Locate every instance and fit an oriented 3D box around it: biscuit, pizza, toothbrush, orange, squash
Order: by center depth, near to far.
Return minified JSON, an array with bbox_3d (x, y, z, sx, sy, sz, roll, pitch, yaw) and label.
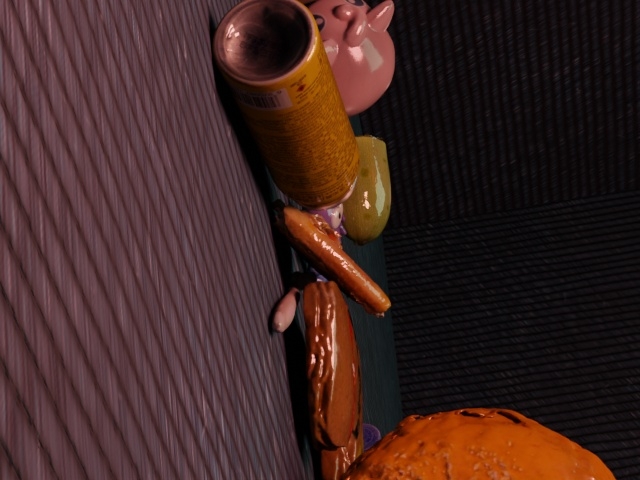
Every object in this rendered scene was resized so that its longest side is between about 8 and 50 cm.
[{"bbox_3d":[0.158,0.345,1.373,0.293,0.340,0.341,69,12,-45],"label":"orange"},{"bbox_3d":[-0.028,0.066,1.529,0.307,0.029,0.025,-62,147,-81],"label":"toothbrush"},{"bbox_3d":[0.022,0.197,1.573,0.277,0.052,0.262,75,12,-67],"label":"biscuit"},{"bbox_3d":[0.004,0.012,1.620,0.185,0.052,0.195,46,-5,-14],"label":"pizza"},{"bbox_3d":[0.066,-0.082,2.447,0.123,0.123,0.187,66,19,-71],"label":"squash"}]

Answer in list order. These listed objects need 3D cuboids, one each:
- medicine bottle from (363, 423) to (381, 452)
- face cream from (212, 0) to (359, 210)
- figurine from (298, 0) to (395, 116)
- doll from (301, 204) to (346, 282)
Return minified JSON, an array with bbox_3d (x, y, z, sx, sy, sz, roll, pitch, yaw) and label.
[{"bbox_3d":[0.077,0.368,2.013,0.059,0.059,0.231,-93,172,-53],"label":"medicine bottle"},{"bbox_3d":[-0.022,-0.123,1.445,0.349,0.105,0.105,64,17,-65],"label":"face cream"},{"bbox_3d":[-0.016,-0.199,1.681,0.186,0.176,0.287,41,-22,9],"label":"figurine"},{"bbox_3d":[0.000,0.000,1.802,0.206,0.067,0.110,91,5,-47],"label":"doll"}]
